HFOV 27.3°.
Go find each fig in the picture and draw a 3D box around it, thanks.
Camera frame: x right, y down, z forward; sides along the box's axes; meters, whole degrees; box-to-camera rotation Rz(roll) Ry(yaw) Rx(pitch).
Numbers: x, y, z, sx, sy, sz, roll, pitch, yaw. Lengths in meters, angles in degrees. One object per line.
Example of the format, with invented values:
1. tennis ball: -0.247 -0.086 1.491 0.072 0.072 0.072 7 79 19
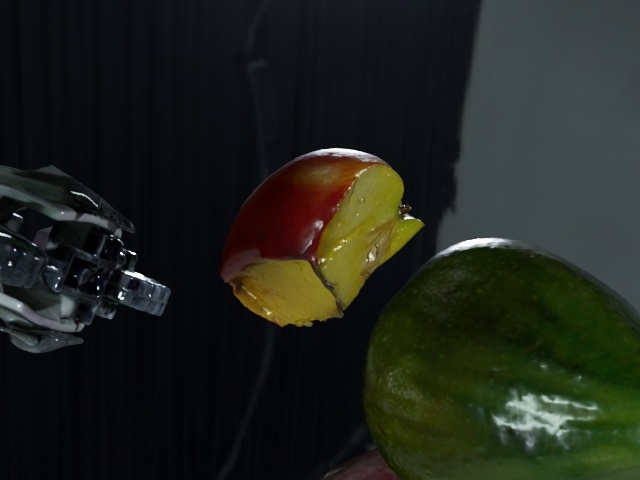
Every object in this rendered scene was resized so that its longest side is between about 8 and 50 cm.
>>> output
1. fig: 0.097 0.065 0.522 0.117 0.117 0.177 -14 18 -39

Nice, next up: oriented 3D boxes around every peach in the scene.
1. peach: -0.002 -0.005 0.978 0.118 0.151 0.151 28 30 28

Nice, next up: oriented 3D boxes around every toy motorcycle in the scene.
1. toy motorcycle: -0.254 0.002 1.087 0.188 0.143 0.327 22 -2 19

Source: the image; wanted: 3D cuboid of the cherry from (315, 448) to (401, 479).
1. cherry: -0.003 0.174 0.585 0.225 0.090 0.107 -42 15 -27
